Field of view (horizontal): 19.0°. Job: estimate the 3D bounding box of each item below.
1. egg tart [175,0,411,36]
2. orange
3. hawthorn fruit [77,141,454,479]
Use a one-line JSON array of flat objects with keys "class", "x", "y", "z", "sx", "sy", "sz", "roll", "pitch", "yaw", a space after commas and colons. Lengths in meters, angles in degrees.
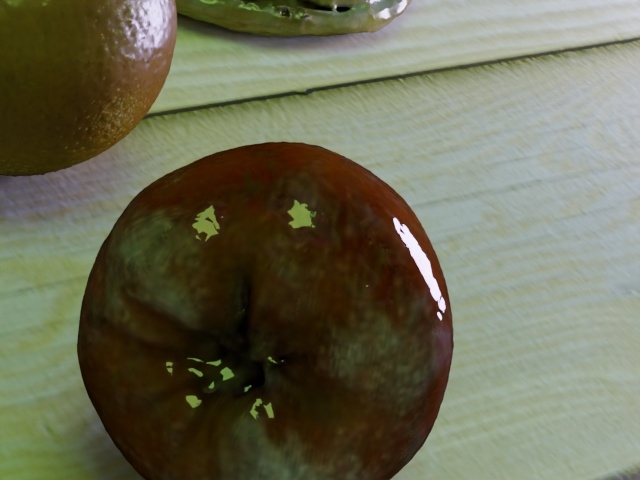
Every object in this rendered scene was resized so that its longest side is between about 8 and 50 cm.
[{"class": "egg tart", "x": -0.051, "y": -0.316, "z": 1.782, "sx": 0.345, "sy": 0.132, "sz": 0.345, "roll": 11, "pitch": 32, "yaw": -7}, {"class": "orange", "x": -0.221, "y": -0.152, "z": 1.401, "sx": 0.236, "sy": 0.236, "sz": 0.236, "roll": 11, "pitch": 35, "yaw": -8}, {"class": "hawthorn fruit", "x": -0.035, "y": 0.042, "z": 1.190, "sx": 0.231, "sy": 0.235, "sz": 0.263, "roll": 3, "pitch": 35, "yaw": -16}]
